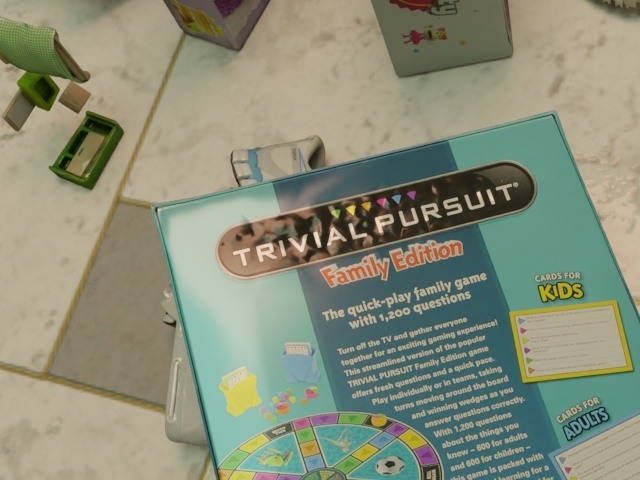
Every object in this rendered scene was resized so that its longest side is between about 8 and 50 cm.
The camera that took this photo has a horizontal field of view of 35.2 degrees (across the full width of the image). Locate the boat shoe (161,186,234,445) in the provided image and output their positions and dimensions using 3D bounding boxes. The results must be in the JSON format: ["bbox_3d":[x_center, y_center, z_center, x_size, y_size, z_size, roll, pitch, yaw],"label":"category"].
[{"bbox_3d":[-0.081,0.052,0.703,0.063,0.066,0.184,-6,74,13],"label":"boat shoe"}]

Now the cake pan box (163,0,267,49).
[{"bbox_3d":[-0.063,-0.320,0.760,0.070,0.246,0.267,22,73,20],"label":"cake pan box"}]

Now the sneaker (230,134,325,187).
[{"bbox_3d":[0.000,0.000,0.696,0.083,0.071,0.191,-21,62,0],"label":"sneaker"}]

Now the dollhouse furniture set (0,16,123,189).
[{"bbox_3d":[-0.208,-0.103,0.756,0.076,0.152,0.059,21,73,23],"label":"dollhouse furniture set"}]

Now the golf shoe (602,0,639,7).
[{"bbox_3d":[0.199,-0.251,0.740,0.069,0.086,0.176,-25,63,3],"label":"golf shoe"}]

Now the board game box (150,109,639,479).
[{"bbox_3d":[0.066,0.112,0.568,0.253,0.079,0.336,-14,67,-7],"label":"board game box"}]

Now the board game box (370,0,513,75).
[{"bbox_3d":[0.071,-0.311,0.727,0.097,0.224,0.303,-8,64,12],"label":"board game box"}]
